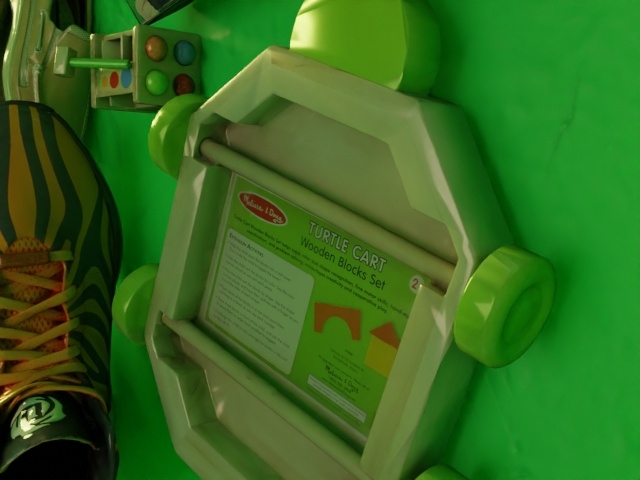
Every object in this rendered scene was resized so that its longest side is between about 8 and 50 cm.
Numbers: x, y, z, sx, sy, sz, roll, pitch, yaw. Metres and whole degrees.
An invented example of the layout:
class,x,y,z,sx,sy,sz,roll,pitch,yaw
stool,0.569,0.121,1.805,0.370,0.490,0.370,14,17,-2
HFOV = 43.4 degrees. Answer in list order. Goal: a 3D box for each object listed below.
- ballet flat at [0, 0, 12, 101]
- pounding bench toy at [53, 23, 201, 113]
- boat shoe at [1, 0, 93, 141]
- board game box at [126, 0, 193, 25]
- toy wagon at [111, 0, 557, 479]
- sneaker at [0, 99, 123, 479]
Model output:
class,x,y,z,sx,sy,sz,roll,pitch,yaw
ballet flat,-0.303,-0.187,0.680,0.116,0.124,0.343,-9,87,44
pounding bench toy,-0.130,-0.117,0.548,0.065,0.083,0.052,5,95,44
boat shoe,-0.205,-0.150,0.634,0.072,0.068,0.190,-6,88,32
board game box,-0.066,-0.257,0.405,0.317,0.046,0.214,-8,115,54
toy wagon,0.000,0.000,0.445,0.267,0.068,0.345,30,111,38
sneaker,-0.184,0.068,0.548,0.180,0.124,0.321,-149,52,-68
